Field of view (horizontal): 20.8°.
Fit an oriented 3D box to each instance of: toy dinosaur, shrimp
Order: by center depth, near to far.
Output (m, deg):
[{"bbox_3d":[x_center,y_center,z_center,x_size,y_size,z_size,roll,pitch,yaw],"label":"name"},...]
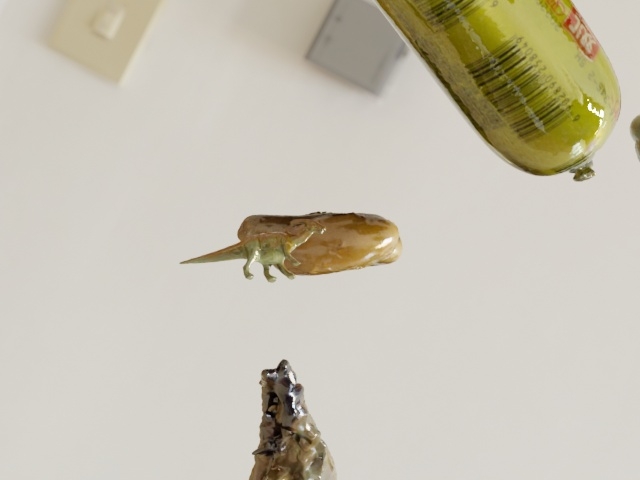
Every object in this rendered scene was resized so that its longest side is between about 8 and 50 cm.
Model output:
[{"bbox_3d":[-0.027,0.176,1.188,0.066,0.117,0.262,24,-25,17],"label":"shrimp"},{"bbox_3d":[-0.048,0.014,1.305,0.026,0.113,0.041,58,14,-65],"label":"toy dinosaur"}]

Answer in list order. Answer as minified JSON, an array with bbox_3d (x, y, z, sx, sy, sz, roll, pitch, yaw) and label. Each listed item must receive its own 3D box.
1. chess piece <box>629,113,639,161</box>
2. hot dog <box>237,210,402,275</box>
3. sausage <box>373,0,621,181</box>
[{"bbox_3d":[0.445,-0.245,2.049,0.195,0.299,0.194,-8,-2,0],"label":"chess piece"},{"bbox_3d":[0.001,0.000,1.533,0.140,0.060,0.090,-8,-1,12],"label":"hot dog"},{"bbox_3d":[0.118,-0.183,1.341,0.347,0.123,0.123,51,-2,-22],"label":"sausage"}]
